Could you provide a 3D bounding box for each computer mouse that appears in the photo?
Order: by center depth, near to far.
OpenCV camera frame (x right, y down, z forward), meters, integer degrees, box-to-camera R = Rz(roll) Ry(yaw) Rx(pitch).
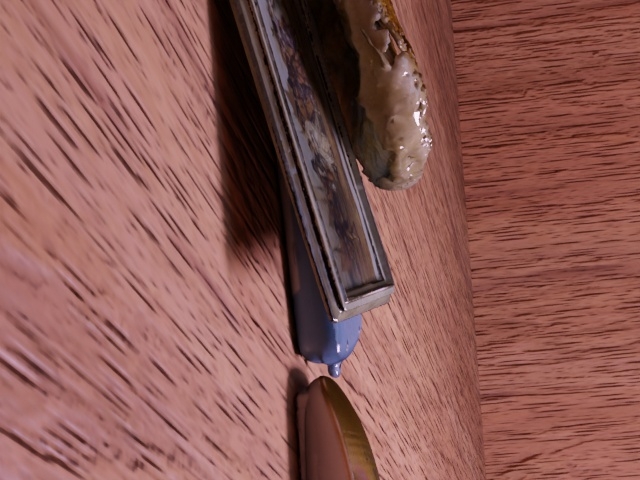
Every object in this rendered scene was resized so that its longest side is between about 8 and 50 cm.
[{"bbox_3d":[0.020,0.220,1.218,0.126,0.056,0.245,47,39,-75],"label":"computer mouse"}]

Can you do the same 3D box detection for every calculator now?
[{"bbox_3d":[0.000,0.000,1.266,0.121,0.039,0.210,-32,116,-77],"label":"calculator"}]

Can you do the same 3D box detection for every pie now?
[{"bbox_3d":[0.021,-0.166,1.268,0.274,0.055,0.274,162,-90,-86],"label":"pie"}]

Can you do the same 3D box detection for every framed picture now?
[{"bbox_3d":[-0.007,-0.080,1.136,0.217,0.017,0.274,-16,88,-78],"label":"framed picture"}]
